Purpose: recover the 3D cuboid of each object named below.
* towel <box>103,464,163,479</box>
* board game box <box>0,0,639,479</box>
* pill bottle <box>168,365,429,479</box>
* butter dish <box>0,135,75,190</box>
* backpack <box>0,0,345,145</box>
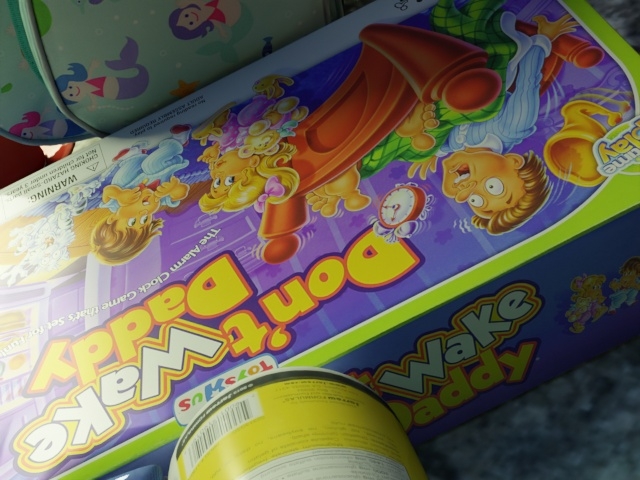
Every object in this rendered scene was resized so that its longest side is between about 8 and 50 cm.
[{"bbox_3d":[-0.165,0.253,0.458,0.243,0.040,0.336,-14,56,14],"label":"towel"},{"bbox_3d":[0.000,0.000,0.663,0.347,0.078,0.233,-27,41,0],"label":"board game box"},{"bbox_3d":[0.003,0.129,0.477,0.103,0.103,0.184,-26,25,0],"label":"pill bottle"},{"bbox_3d":[-0.257,-0.041,0.812,0.159,0.118,0.160,0,46,27],"label":"butter dish"},{"bbox_3d":[-0.115,-0.168,0.768,0.253,0.225,0.191,-11,37,-8],"label":"backpack"}]
